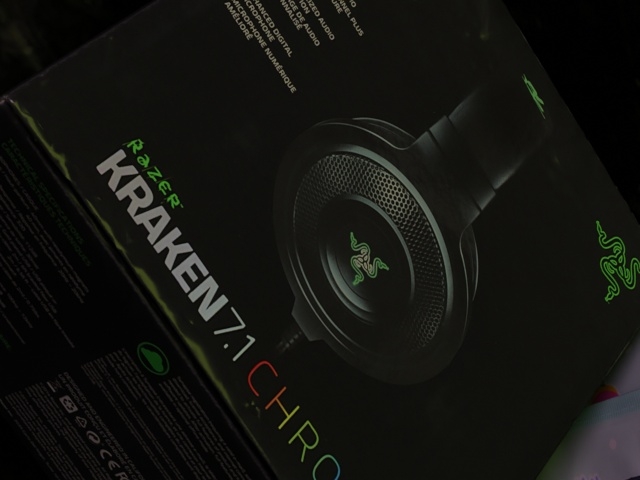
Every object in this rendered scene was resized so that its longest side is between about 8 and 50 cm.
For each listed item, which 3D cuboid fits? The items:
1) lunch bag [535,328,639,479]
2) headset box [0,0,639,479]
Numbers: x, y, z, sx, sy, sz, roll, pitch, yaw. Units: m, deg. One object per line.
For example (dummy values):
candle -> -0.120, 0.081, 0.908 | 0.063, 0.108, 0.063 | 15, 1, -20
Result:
lunch bag -> 0.193, 0.107, 0.660 | 0.160, 0.223, 0.262 | 39, 53, -16
headset box -> 0.000, 0.000, 0.594 | 0.283, 0.131, 0.246 | -42, 103, -43
